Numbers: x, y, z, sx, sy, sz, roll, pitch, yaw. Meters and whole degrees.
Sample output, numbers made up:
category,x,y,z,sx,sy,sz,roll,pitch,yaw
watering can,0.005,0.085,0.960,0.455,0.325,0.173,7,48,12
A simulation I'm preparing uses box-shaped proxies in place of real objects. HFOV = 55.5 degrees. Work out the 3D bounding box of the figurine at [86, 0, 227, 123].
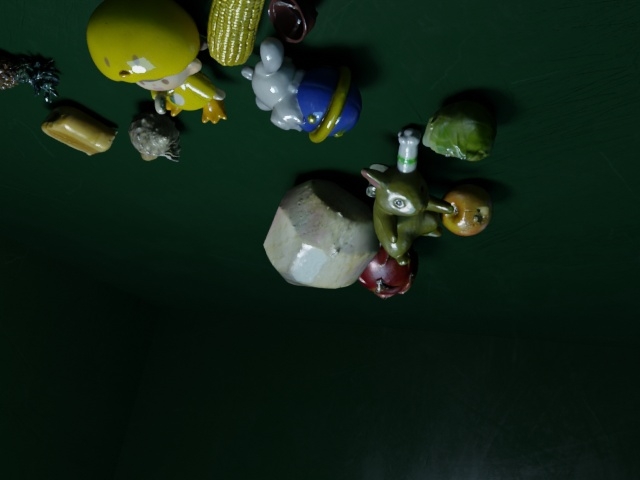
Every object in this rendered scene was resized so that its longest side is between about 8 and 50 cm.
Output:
category,x,y,z,sx,sy,sz,roll,pitch,yaw
figurine,-0.319,-0.353,1.226,0.215,0.187,0.343,-2,164,10

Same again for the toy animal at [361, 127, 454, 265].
category,x,y,z,sx,sy,sz,roll,pitch,yaw
toy animal,0.211,-0.096,1.525,0.180,0.181,0.363,52,168,27

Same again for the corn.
category,x,y,z,sx,sy,sz,roll,pitch,yaw
corn,-0.154,-0.408,1.101,0.094,0.093,0.244,15,159,-10

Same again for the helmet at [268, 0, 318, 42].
category,x,y,z,sx,sy,sz,roll,pitch,yaw
helmet,-0.040,-0.408,1.090,0.111,0.057,0.089,16,138,56

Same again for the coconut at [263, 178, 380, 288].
category,x,y,z,sx,sy,sz,roll,pitch,yaw
coconut,0.000,0.000,1.806,0.353,0.352,0.352,10,160,4

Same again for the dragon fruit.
category,x,y,z,sx,sy,sz,roll,pitch,yaw
dragon fruit,0.209,0.065,2.010,0.251,0.250,0.315,9,168,5

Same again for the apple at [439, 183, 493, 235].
category,x,y,z,sx,sy,sz,roll,pitch,yaw
apple,0.386,-0.081,1.632,0.147,0.146,0.146,10,160,4

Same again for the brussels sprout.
category,x,y,z,sx,sy,sz,roll,pitch,yaw
brussels sprout,0.301,-0.238,1.292,0.149,0.122,0.151,16,-164,7

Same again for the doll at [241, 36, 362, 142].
category,x,y,z,sx,sy,sz,roll,pitch,yaw
doll,-0.049,-0.286,1.277,0.243,0.159,0.311,6,178,-20

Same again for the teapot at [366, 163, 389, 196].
category,x,y,z,sx,sy,sz,roll,pitch,yaw
teapot,0.154,-0.160,1.634,0.057,0.083,0.067,26,159,-24

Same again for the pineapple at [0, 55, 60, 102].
category,x,y,z,sx,sy,sz,roll,pitch,yaw
pineapple,-0.737,-0.393,1.458,0.222,0.103,0.083,8,-166,5

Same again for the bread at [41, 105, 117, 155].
category,x,y,z,sx,sy,sz,roll,pitch,yaw
bread,-0.661,-0.306,1.668,0.134,0.085,0.173,-1,159,40

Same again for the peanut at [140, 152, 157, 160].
category,x,y,z,sx,sy,sz,roll,pitch,yaw
peanut,-0.485,-0.263,1.749,0.054,0.053,0.113,20,158,-25

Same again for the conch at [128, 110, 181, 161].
category,x,y,z,sx,sy,sz,roll,pitch,yaw
conch,-0.439,-0.265,1.594,0.207,0.130,0.155,13,138,51
